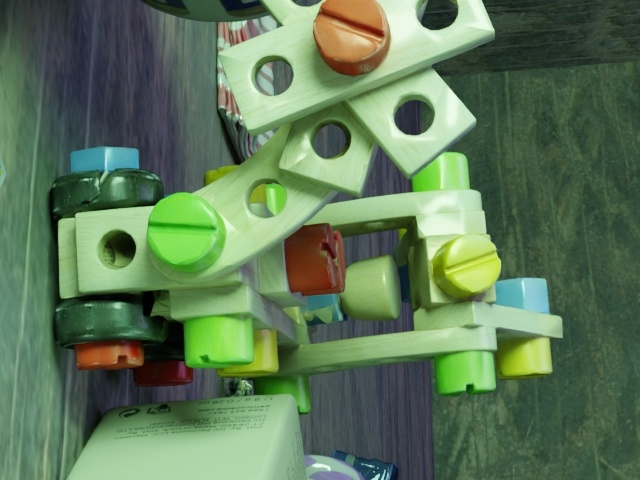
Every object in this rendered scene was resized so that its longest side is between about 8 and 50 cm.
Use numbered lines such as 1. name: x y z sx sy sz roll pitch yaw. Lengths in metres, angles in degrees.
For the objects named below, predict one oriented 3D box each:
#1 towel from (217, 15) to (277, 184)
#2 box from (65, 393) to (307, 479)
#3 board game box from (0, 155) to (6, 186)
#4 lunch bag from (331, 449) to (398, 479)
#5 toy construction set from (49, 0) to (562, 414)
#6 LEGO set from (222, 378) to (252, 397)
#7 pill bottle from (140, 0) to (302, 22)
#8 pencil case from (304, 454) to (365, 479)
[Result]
1. towel: -0.048 -0.144 1.245 0.144 0.029 0.197 72 16 -66
2. box: -0.063 0.160 0.674 0.275 0.094 0.113 -67 152 -74
3. board game box: -0.128 -0.037 0.550 0.090 0.020 0.090 -82 167 -59
4. lunch bag: 0.029 0.223 1.525 0.098 0.065 0.067 64 38 -75
5. toy construction set: 0.000 0.000 0.779 0.328 0.215 0.151 71 16 -65
6. LEGO set: -0.054 0.104 1.109 0.083 0.023 0.054 135 -46 -82
7. pill bottle: -0.058 -0.190 0.669 0.265 0.153 0.153 51 36 -79
8. pencil case: -0.012 0.224 1.116 0.088 0.086 0.206 44 25 -24
